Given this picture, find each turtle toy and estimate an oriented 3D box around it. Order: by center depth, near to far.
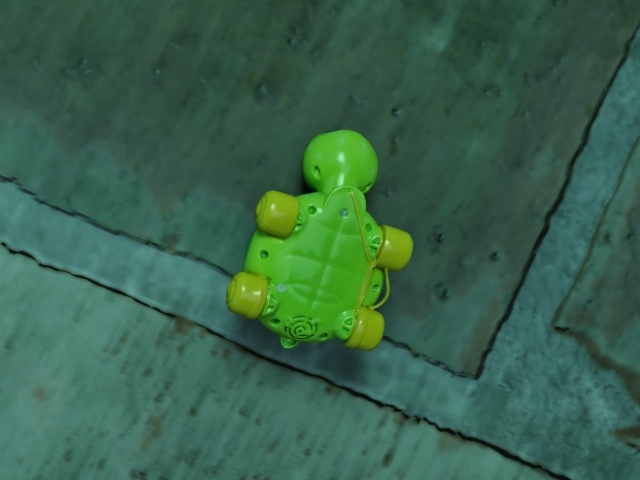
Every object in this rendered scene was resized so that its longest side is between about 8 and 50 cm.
[{"bbox_3d":[0.000,0.000,1.079,0.095,0.066,0.130,18,96,-16],"label":"turtle toy"}]
